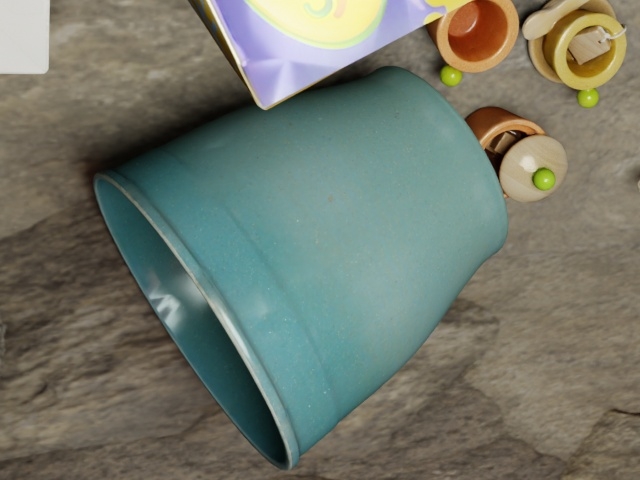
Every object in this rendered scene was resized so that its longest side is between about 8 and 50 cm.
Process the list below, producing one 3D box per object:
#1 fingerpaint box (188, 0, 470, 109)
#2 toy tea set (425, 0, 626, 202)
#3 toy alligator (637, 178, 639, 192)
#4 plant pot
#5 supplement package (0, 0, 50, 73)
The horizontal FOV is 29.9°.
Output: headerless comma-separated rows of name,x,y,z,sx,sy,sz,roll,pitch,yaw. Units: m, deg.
fingerpaint box,-0.096,-0.349,0.669,0.163,0.371,0.444,-28,121,-2
toy tea set,0.180,-0.184,0.986,0.200,0.124,0.336,-21,121,-6
toy alligator,0.385,-0.062,1.163,0.190,0.056,0.051,-12,160,-11
plant pot,0.000,0.000,0.960,0.255,0.272,0.271,-33,123,-16
supplement package,-0.251,-0.210,0.765,0.139,0.244,0.133,-2,118,-18
